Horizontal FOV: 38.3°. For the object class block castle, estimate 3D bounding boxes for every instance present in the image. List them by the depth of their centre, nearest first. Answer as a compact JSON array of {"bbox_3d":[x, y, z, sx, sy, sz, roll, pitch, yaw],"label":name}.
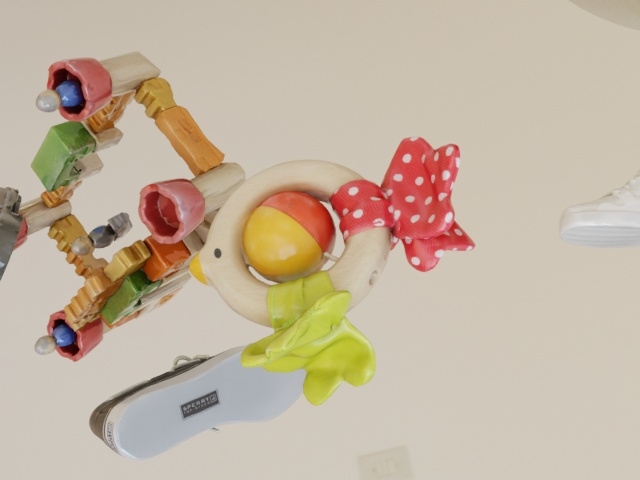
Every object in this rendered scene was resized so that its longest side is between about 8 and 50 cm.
[{"bbox_3d":[-0.341,-0.034,1.374,0.303,0.453,0.213,52,43,6],"label":"block castle"}]

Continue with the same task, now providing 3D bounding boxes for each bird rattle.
[{"bbox_3d":[0.000,0.000,0.792,0.253,0.207,0.143,-58,154,-11],"label":"bird rattle"}]

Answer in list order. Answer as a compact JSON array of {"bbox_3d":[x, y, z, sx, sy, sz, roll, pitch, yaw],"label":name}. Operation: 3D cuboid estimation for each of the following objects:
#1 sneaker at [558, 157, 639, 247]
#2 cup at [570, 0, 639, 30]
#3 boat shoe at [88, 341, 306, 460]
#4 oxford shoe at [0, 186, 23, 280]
[{"bbox_3d":[0.487,-0.082,1.411,0.108,0.292,0.169,130,-44,-68],"label":"sneaker"},{"bbox_3d":[0.415,-0.356,1.003,0.237,0.331,0.331,-101,175,-53],"label":"cup"},{"bbox_3d":[-0.159,0.208,1.238,0.105,0.306,0.113,5,-69,52],"label":"boat shoe"},{"bbox_3d":[-0.349,-0.022,0.905,0.083,0.096,0.227,-70,-159,0],"label":"oxford shoe"}]
